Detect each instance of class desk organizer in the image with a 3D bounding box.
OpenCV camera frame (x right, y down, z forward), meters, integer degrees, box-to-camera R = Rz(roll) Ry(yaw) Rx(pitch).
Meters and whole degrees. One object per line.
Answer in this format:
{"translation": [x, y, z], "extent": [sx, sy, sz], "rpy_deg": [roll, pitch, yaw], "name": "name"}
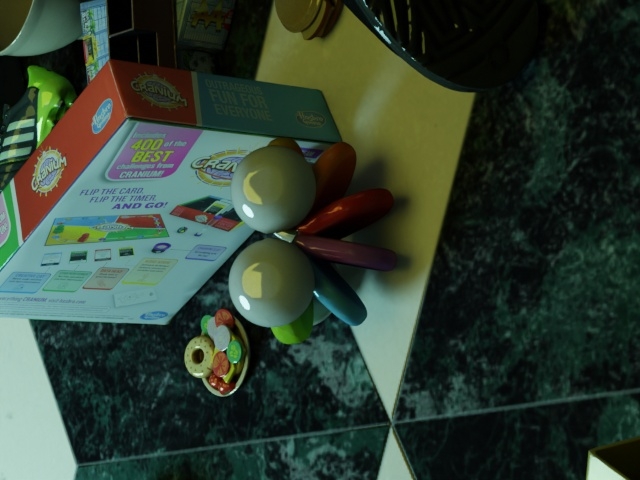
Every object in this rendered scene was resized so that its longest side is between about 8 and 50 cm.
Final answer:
{"translation": [-0.172, -0.178, 1.864], "extent": [0.047, 0.050, 0.130], "rpy_deg": [-10, 82, 47], "name": "desk organizer"}

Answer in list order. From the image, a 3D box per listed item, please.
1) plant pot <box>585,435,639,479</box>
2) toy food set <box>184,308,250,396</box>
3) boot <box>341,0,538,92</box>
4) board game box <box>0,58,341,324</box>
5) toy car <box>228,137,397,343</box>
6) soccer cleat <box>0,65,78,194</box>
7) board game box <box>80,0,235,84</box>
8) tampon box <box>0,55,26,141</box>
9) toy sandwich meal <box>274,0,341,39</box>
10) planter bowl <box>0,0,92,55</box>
{"translation": [0.243, 0.200, 1.416], "extent": [0.081, 0.081, 0.083], "rpy_deg": [37, 127, 45], "name": "plant pot"}
{"translation": [-0.097, 0.108, 1.865], "extent": [0.083, 0.020, 0.082], "rpy_deg": [49, 123, 40], "name": "toy food set"}
{"translation": [0.025, -0.259, 1.652], "extent": [0.131, 0.348, 0.260], "rpy_deg": [-44, 6, -8], "name": "boot"}
{"translation": [-0.167, -0.034, 1.792], "extent": [0.316, 0.242, 0.064], "rpy_deg": [-44, 55, 37], "name": "board game box"}
{"translation": [0.000, 0.000, 1.688], "extent": [0.136, 0.159, 0.182], "rpy_deg": [0, 86, 13], "name": "toy car"}
{"translation": [-0.325, -0.107, 2.119], "extent": [0.072, 0.060, 0.179], "rpy_deg": [36, 107, 25], "name": "soccer cleat"}
{"translation": [-0.156, -0.177, 1.930], "extent": [0.194, 0.060, 0.194], "rpy_deg": [-23, 69, 47], "name": "board game box"}
{"translation": [-0.416, -0.136, 2.201], "extent": [0.161, 0.101, 0.120], "rpy_deg": [-37, 60, 42], "name": "tampon box"}
{"translation": [-0.011, -0.228, 1.789], "extent": [0.085, 0.029, 0.085], "rpy_deg": [-13, 74, 55], "name": "toy sandwich meal"}
{"translation": [-0.292, -0.270, 2.058], "extent": [0.162, 0.109, 0.162], "rpy_deg": [-10, 77, 52], "name": "planter bowl"}
